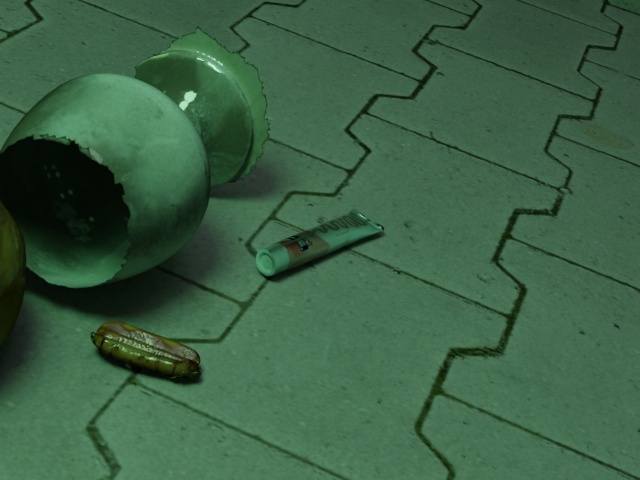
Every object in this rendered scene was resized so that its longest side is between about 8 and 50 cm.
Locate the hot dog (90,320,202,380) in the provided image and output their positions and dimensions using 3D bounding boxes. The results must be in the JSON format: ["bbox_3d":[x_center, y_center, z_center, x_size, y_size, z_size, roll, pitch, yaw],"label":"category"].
[{"bbox_3d":[-0.180,0.118,1.063,0.122,0.037,0.049,22,24,0],"label":"hot dog"}]

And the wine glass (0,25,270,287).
[{"bbox_3d":[-0.215,-0.091,1.167,0.238,0.238,0.323,21,31,7],"label":"wine glass"}]

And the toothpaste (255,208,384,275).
[{"bbox_3d":[0.000,0.000,1.293,0.056,0.036,0.205,34,35,27],"label":"toothpaste"}]

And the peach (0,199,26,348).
[{"bbox_3d":[-0.373,0.016,0.957,0.214,0.236,0.214,18,36,-14],"label":"peach"}]
